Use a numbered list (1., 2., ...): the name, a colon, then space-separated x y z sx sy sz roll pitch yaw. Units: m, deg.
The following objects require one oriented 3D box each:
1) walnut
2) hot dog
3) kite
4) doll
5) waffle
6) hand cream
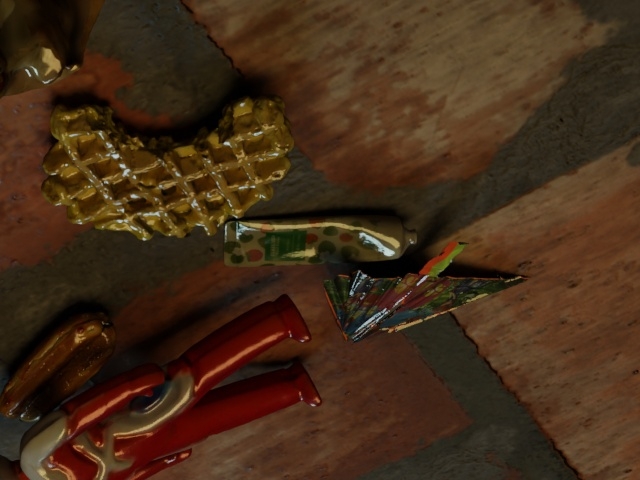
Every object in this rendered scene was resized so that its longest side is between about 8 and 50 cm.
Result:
1. walnut: -0.249 -0.173 1.210 0.141 0.204 0.238 -13 140 16
2. hot dog: -0.229 0.110 1.629 0.062 0.038 0.144 20 128 -38
3. kite: 0.082 0.046 1.669 0.241 0.014 0.183 -1 150 -34
4. doll: -0.183 0.173 1.634 0.384 0.099 0.188 -24 150 -7
5. waffle: -0.120 -0.065 1.471 0.194 0.051 0.149 5 133 -16
6. hand cream: 0.000 0.000 1.601 0.165 0.037 0.057 -3 136 -7
